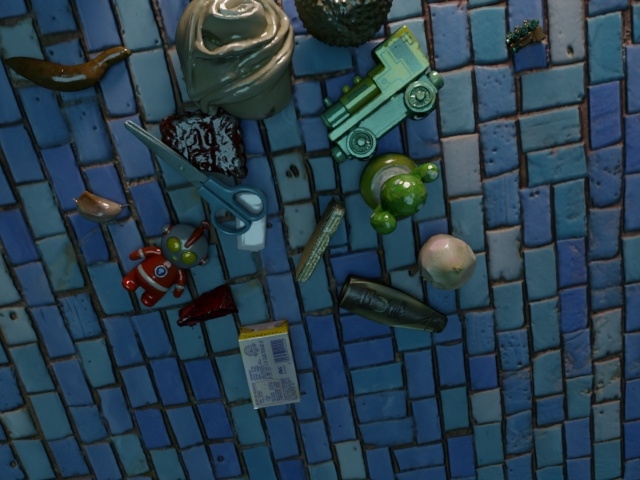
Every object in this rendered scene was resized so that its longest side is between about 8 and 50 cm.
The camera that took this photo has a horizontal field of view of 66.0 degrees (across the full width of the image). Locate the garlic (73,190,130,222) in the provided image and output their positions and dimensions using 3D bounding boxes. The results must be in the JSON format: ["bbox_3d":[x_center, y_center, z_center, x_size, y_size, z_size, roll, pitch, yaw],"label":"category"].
[{"bbox_3d":[-0.659,-0.091,1.464,0.152,0.066,0.084,21,103,-5],"label":"garlic"}]

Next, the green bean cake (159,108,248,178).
[{"bbox_3d":[-0.331,-0.273,1.403,0.233,0.097,0.198,-2,107,-2],"label":"green bean cake"}]

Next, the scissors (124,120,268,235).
[{"bbox_3d":[-0.351,-0.179,1.374,0.193,0.029,0.447,-37,118,27],"label":"scissors"}]

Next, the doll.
[{"bbox_3d":[-0.451,0.060,1.497,0.336,0.105,0.200,-42,104,11],"label":"doll"}]

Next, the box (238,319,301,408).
[{"bbox_3d":[-0.164,0.404,1.615,0.168,0.097,0.265,-10,107,1],"label":"box"}]

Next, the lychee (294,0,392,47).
[{"bbox_3d":[0.056,-0.616,1.237,0.255,0.274,0.255,8,137,7],"label":"lychee"}]

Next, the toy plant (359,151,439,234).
[{"bbox_3d":[0.216,-0.134,1.346,0.184,0.316,0.224,43,103,-16],"label":"toy plant"}]

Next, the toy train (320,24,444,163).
[{"bbox_3d":[0.150,-0.380,1.367,0.369,0.150,0.237,-37,96,9],"label":"toy train"}]

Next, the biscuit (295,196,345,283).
[{"bbox_3d":[0.000,0.000,1.469,0.052,0.150,0.252,27,104,-8],"label":"biscuit"}]

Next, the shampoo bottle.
[{"bbox_3d":[0.235,0.215,1.578,0.350,0.084,0.125,21,103,-9],"label":"shampoo bottle"}]

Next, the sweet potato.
[{"bbox_3d":[-0.688,-0.463,1.345,0.346,0.079,0.108,-7,95,-3],"label":"sweet potato"}]

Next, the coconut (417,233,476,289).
[{"bbox_3d":[0.378,0.070,1.485,0.171,0.183,0.170,0,104,0],"label":"coconut"}]

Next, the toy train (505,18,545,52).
[{"bbox_3d":[0.566,-0.568,1.372,0.103,0.044,0.064,-33,116,8],"label":"toy train"}]

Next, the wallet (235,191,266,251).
[{"bbox_3d":[-0.212,-0.056,1.507,0.095,0.033,0.190,0,106,0],"label":"wallet"}]

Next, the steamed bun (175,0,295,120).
[{"bbox_3d":[-0.219,-0.487,1.253,0.310,0.219,0.324,2,89,-7],"label":"steamed bun"}]

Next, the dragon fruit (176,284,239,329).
[{"bbox_3d":[-0.359,0.236,1.552,0.192,0.122,0.092,-24,121,3],"label":"dragon fruit"}]
